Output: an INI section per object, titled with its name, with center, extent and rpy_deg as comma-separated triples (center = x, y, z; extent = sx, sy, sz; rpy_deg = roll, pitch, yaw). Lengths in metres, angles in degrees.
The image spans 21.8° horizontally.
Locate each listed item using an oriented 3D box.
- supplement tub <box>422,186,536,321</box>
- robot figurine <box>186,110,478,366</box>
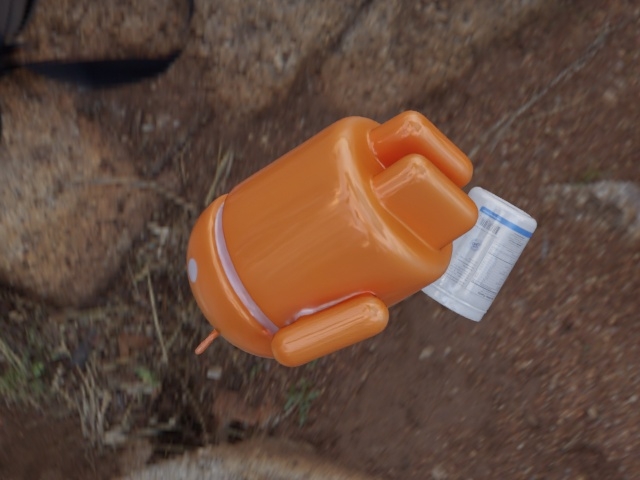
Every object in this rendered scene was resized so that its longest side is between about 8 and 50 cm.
[supplement tub]
center = 0.143, 0.012, 1.518
extent = 0.071, 0.071, 0.107
rpy_deg = 31, 98, 3
[robot figurine]
center = 0.000, 0.001, 1.124
extent = 0.219, 0.128, 0.158
rpy_deg = -31, 77, 27
